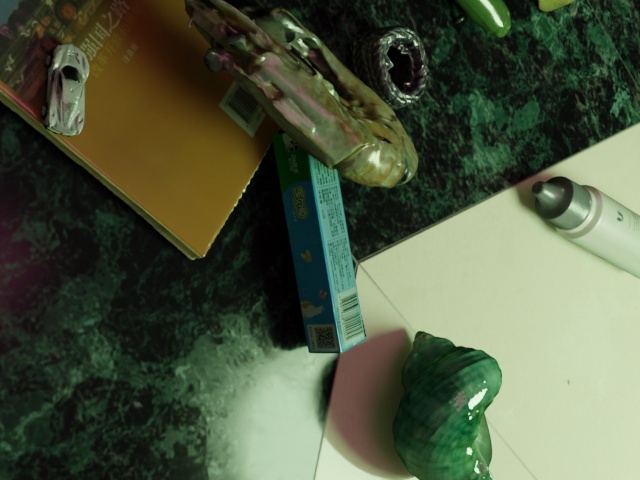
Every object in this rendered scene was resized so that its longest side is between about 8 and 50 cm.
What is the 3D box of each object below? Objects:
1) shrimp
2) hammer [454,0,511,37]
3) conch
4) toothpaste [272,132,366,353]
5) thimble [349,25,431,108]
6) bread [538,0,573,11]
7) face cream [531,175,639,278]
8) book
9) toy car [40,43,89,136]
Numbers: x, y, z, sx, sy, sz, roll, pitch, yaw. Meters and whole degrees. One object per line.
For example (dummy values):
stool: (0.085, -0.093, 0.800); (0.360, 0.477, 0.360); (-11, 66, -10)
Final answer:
shrimp: (-0.017, -0.184, 1.101); (0.360, 0.085, 0.247); (31, 30, -36)
hammer: (0.154, -0.380, 1.297); (0.335, 0.119, 0.206); (36, 66, -39)
conch: (0.162, 0.217, 1.245); (0.196, 0.134, 0.202); (61, 33, -71)
toothpaste: (0.000, 0.000, 1.158); (0.065, 0.050, 0.266); (-19, 101, -55)
thimble: (0.089, -0.223, 1.253); (0.095, 0.066, 0.104); (-42, 115, -32)
bread: (0.418, -0.479, 1.463); (0.142, 0.178, 0.266); (40, 67, -37)
face cream: (0.428, -0.025, 1.500); (0.311, 0.092, 0.092); (23, 73, -36)
book: (-0.197, -0.191, 1.038); (0.374, 0.028, 0.262); (43, 62, -29)
toy car: (-0.250, -0.150, 0.958); (0.041, 0.025, 0.093); (8, 82, -40)
